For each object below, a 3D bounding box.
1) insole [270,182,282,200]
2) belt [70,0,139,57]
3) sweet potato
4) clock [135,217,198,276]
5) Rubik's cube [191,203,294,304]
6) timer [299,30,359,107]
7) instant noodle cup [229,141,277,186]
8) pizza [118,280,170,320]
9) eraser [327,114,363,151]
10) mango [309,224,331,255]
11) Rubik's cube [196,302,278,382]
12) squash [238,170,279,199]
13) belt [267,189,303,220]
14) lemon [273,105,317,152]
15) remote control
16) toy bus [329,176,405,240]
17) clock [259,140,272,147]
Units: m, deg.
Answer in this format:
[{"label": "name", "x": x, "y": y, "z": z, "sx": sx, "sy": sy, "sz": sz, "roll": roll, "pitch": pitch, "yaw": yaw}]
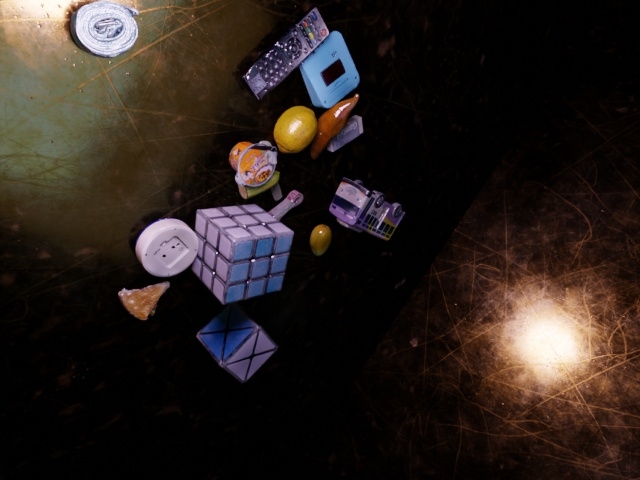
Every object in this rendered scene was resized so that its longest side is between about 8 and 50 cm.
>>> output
[{"label": "insole", "x": -0.215, "y": -0.261, "z": 1.842, "sx": 0.063, "sy": 0.010, "sz": 0.192, "roll": -39, "pitch": 138, "yaw": -21}, {"label": "belt", "x": -0.605, "y": -0.590, "z": 1.142, "sx": 0.162, "sy": 0.082, "sz": 0.148, "roll": -4, "pitch": 109, "yaw": -41}, {"label": "sweet potato", "x": 0.045, "y": -0.521, "z": 1.828, "sx": 0.112, "sy": 0.112, "sz": 0.359, "roll": 9, "pitch": 136, "yaw": -49}, {"label": "clock", "x": -0.599, "y": 0.029, "z": 1.598, "sx": 0.230, "sy": 0.083, "sz": 0.231, "roll": -25, "pitch": 130, "yaw": -33}, {"label": "Rubik's cube", "x": -0.335, "y": 0.044, "z": 1.707, "sx": 0.305, "sy": 0.303, "sz": 0.301, "roll": -13, "pitch": 126, "yaw": -43}, {"label": "timer", "x": 0.029, "y": -0.724, "z": 1.734, "sx": 0.232, "sy": 0.091, "sz": 0.250, "roll": -42, "pitch": 128, "yaw": -15}, {"label": "instant noodle cup", "x": -0.286, "y": -0.321, "z": 1.632, "sx": 0.208, "sy": 0.125, "sz": 0.178, "roll": -33, "pitch": 138, "yaw": -26}, {"label": "pizza", "x": -0.702, "y": 0.223, "z": 1.652, "sx": 0.195, "sy": 0.052, "sz": 0.185, "roll": -35, "pitch": 130, "yaw": -17}, {"label": "eraser", "x": 0.116, "y": -0.520, "z": 1.970, "sx": 0.212, "sy": 0.046, "sz": 0.092, "roll": -37, "pitch": 138, "yaw": -22}, {"label": "mango", "x": 0.000, "y": 0.000, "z": 2.190, "sx": 0.130, "sy": 0.091, "sz": 0.195, "roll": -17, "pitch": 133, "yaw": -40}, {"label": "Rubik's cube", "x": -0.402, "y": 0.499, "z": 2.000, "sx": 0.260, "sy": 0.259, "sz": 0.255, "roll": -43, "pitch": 141, "yaw": -14}, {"label": "squash", "x": -0.254, "y": -0.248, "z": 1.739, "sx": 0.187, "sy": 0.095, "sz": 0.095, "roll": -25, "pitch": 133, "yaw": -27}, {"label": "belt", "x": -0.178, "y": -0.153, "z": 1.925, "sx": 0.232, "sy": 0.053, "sz": 0.071, "roll": -39, "pitch": 140, "yaw": -20}, {"label": "lemon", "x": -0.105, "y": -0.458, "z": 1.694, "sx": 0.207, "sy": 0.170, "sz": 0.170, "roll": -49, "pitch": 141, "yaw": -2}, {"label": "remote control", "x": -0.132, "y": -0.711, "z": 1.556, "sx": 0.399, "sy": 0.062, "sz": 0.145, "roll": -47, "pitch": 135, "yaw": -8}, {"label": "toy bus", "x": 0.254, "y": -0.164, "z": 2.245, "sx": 0.439, "sy": 0.209, "sz": 0.250, "roll": 19, "pitch": 104, "yaw": -52}, {"label": "clock", "x": -0.239, "y": -0.387, "z": 1.726, "sx": 0.083, "sy": 0.010, "sz": 0.074, "roll": -14, "pitch": 125, "yaw": -41}]
